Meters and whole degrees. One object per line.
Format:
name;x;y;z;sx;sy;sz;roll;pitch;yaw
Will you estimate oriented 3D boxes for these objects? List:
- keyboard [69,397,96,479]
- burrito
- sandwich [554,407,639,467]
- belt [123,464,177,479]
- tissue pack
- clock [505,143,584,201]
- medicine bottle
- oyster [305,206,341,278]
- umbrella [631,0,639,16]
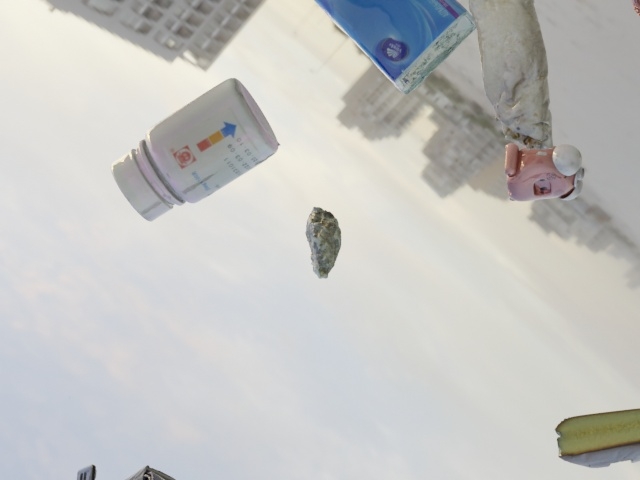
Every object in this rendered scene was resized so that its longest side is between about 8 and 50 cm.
keyboard;-0.375;0.435;1.393;0.041;0.103;0.381;5;-111;-28
burrito;0.329;-0.345;1.567;0.076;0.117;0.392;-43;-57;-66
sandwich;0.570;0.382;1.751;0.088;0.244;0.090;79;-178;-53
belt;-0.403;0.572;1.915;0.126;0.230;0.139;40;-148;-27
tissue pack;0.142;-0.450;1.760;0.263;0.198;0.146;49;-168;14
clock;0.478;-0.137;1.919;0.166;0.162;0.093;60;-146;-57
medicine bottle;-0.238;-0.166;1.704;0.170;0.293;0.170;58;-174;-10
oyster;0.000;0.000;2.167;0.064;0.125;0.177;3;-143;-27
umbrella;0.589;-0.410;1.632;0.025;0.027;0.165;65;-172;-64
